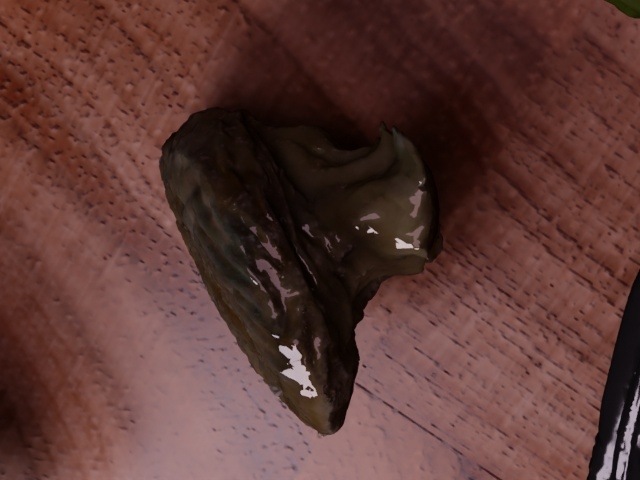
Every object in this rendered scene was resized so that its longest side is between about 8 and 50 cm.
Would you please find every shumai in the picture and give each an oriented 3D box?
[{"bbox_3d":[0.000,0.000,1.187,0.153,0.161,0.209,-29,64,-1],"label":"shumai"}]

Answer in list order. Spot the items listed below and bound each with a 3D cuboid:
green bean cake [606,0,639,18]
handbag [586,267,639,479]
[{"bbox_3d":[0.170,-0.266,0.865,0.335,0.319,0.218,51,155,24],"label":"green bean cake"},{"bbox_3d":[0.294,0.137,1.153,0.275,0.088,0.244,15,117,13],"label":"handbag"}]
